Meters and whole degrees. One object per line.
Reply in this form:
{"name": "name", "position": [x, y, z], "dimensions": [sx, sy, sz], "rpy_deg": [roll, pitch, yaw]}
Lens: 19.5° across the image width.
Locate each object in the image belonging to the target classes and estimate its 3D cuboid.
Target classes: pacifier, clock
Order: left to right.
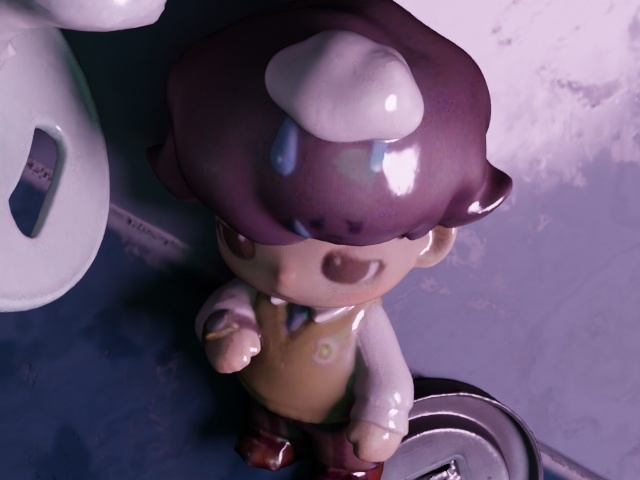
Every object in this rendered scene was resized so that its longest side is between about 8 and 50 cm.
{"name": "pacifier", "position": [-0.203, -0.112, 1.055], "dimensions": [0.269, 0.288, 0.343], "rpy_deg": [-24, 129, 32]}
{"name": "clock", "position": [0.081, 0.192, 1.428], "dimensions": [0.184, 0.040, 0.184], "rpy_deg": [-7, 113, -17]}

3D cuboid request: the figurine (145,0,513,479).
{"name": "figurine", "position": [-0.015, 0.009, 1.233], "dimensions": [0.206, 0.218, 0.365], "rpy_deg": [-12, 122, -45]}
